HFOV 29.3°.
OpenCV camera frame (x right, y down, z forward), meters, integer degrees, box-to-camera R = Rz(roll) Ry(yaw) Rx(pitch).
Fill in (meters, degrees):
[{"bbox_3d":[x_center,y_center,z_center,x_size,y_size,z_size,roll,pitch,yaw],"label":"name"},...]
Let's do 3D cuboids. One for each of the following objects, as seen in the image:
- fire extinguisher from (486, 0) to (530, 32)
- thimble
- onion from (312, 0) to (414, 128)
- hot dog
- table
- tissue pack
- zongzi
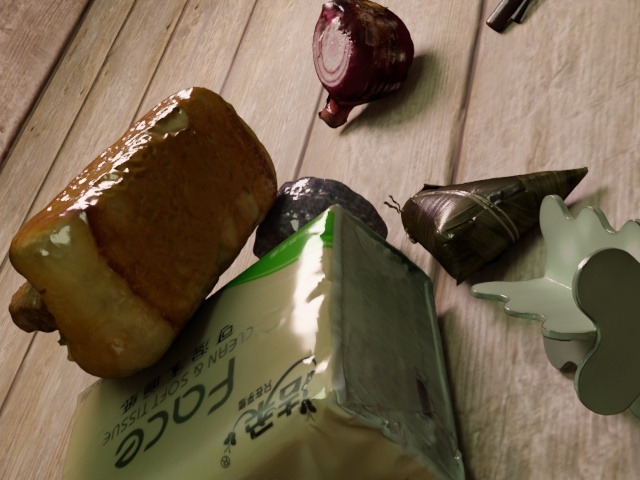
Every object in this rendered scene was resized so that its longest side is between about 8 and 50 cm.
[{"bbox_3d":[0.266,-0.323,1.646,0.100,0.032,0.046,-52,15,7],"label":"fire extinguisher"},{"bbox_3d":[-0.002,-0.001,1.492,0.150,0.150,0.098,-15,41,48],"label":"thimble"},{"bbox_3d":[0.062,-0.254,1.788,0.173,0.135,0.198,-113,27,-48],"label":"onion"},{"bbox_3d":[-0.212,0.000,1.370,0.223,0.185,0.405,-31,15,33],"label":"hot dog"},{"bbox_3d":[0.236,0.051,1.055,0.166,0.166,0.198,-50,18,-3],"label":"table"},{"bbox_3d":[-0.074,0.199,1.260,0.405,0.205,0.332,-38,28,22],"label":"tissue pack"},{"bbox_3d":[0.184,-0.046,1.357,0.184,0.084,0.187,-34,21,-3],"label":"zongzi"}]
